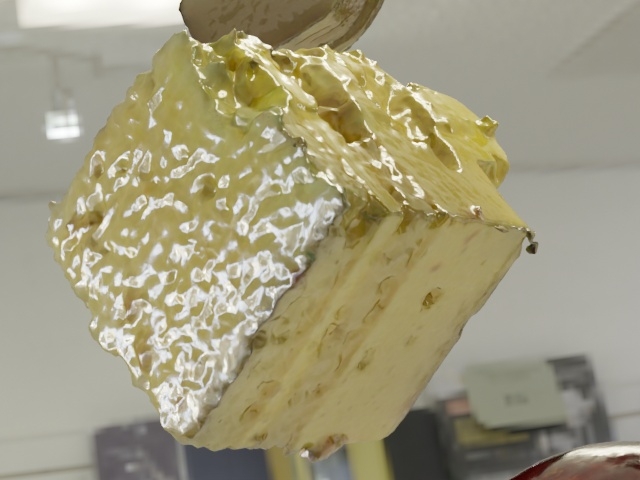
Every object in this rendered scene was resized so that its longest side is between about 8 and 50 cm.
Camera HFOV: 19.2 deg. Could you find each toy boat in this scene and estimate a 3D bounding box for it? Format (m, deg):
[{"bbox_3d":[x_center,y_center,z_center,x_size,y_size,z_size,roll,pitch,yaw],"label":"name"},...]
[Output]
[{"bbox_3d":[-0.025,-0.205,1.606,0.188,0.116,0.061,-35,-29,9],"label":"toy boat"}]

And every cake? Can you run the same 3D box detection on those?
[{"bbox_3d":[0.000,0.000,1.323,0.286,0.222,0.227,7,-54,-48],"label":"cake"}]

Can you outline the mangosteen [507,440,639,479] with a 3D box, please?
[{"bbox_3d":[0.158,0.210,0.832,0.257,0.215,0.215,37,-34,-22],"label":"mangosteen"}]
